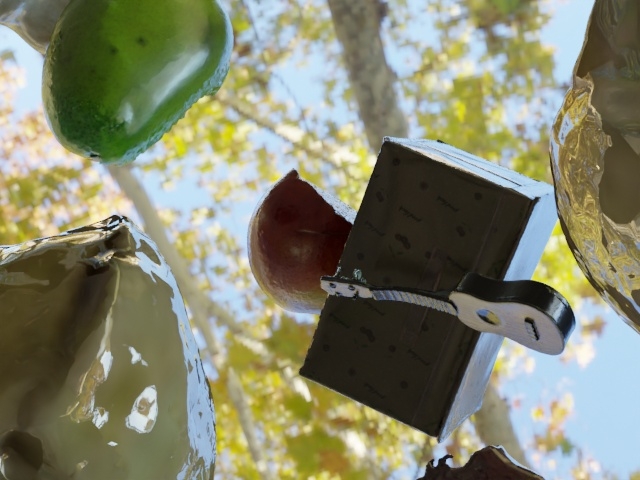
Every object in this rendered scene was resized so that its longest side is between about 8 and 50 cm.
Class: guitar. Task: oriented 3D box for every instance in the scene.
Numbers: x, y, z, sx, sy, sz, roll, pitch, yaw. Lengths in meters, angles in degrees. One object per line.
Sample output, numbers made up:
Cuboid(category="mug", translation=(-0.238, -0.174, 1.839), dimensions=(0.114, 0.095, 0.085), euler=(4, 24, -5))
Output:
Cuboid(category="guitar", translation=(0.119, 0.057, 1.297), dimensions=(0.271, 0.084, 0.038), euler=(10, -125, 32))

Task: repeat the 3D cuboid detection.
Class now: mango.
Cuboid(category="mango", translation=(-0.132, -0.128, 0.919), dimensions=(0.119, 0.100, 0.178), euler=(6, -131, 20))

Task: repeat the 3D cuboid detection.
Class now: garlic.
Cuboid(category="garlic", translation=(0.161, -0.028, 0.432), dimensions=(0.245, 0.164, 0.145), euler=(-10, -155, -43))

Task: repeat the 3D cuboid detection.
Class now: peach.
Cuboid(category="peach", translation=(0.000, 0.000, 1.703), dimensions=(0.190, 0.192, 0.190), euler=(4, -153, -2))

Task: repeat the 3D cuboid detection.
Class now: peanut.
Cuboid(category="peanut", translation=(-0.143, 0.135, 0.422), dimensions=(0.158, 0.174, 0.340), euler=(33, -85, 27))

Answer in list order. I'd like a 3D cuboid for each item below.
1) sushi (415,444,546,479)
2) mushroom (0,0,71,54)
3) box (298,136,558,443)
Cuboid(category="sushi", translation=(0.073, 0.258, 0.937), dimensions=(0.241, 0.161, 0.107), euler=(-38, -126, -2))
Cuboid(category="mushroom", translation=(-0.340, -0.278, 1.325), dimensions=(0.243, 0.243, 0.243), euler=(-11, -146, 8))
Cuboid(category="box", translation=(0.136, 0.045, 1.524), dimensions=(0.190, 0.297, 0.225), euler=(25, -168, 17))
